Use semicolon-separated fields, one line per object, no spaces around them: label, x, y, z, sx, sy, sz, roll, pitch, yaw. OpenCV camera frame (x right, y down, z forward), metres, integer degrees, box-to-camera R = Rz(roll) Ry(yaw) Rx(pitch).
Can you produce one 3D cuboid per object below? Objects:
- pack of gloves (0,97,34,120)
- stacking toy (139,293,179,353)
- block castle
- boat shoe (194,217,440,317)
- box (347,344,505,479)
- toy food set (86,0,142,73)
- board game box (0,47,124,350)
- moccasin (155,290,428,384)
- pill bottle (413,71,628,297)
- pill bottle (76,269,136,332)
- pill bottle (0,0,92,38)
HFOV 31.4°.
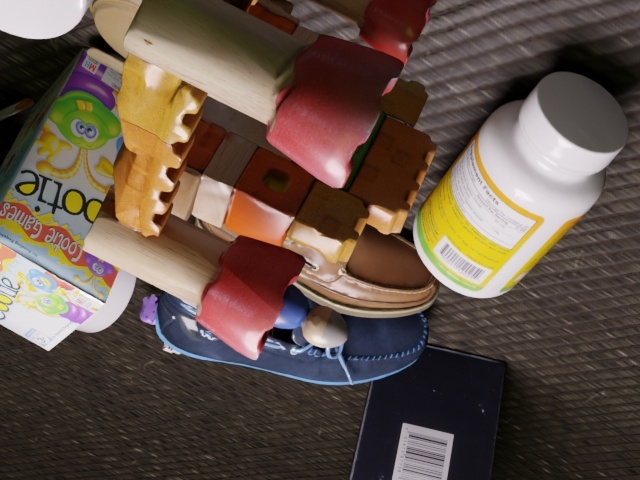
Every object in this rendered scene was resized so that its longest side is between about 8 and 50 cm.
pack of gloves;-0.479;-0.116;1.322;0.232;0.195;0.046;-18;101;35
stacking toy;-0.188;0.087;1.508;0.221;0.052;0.167;-19;148;35
block castle;0.020;-0.152;0.871;0.212;0.453;0.303;27;140;0
boat shoe;0.000;0.000;1.328;0.307;0.111;0.104;17;143;-1
box;0.118;0.365;1.542;0.178;0.343;0.313;13;142;3
toy food set;-0.178;-0.217;1.162;0.132;0.039;0.192;29;160;-3
board game box;-0.276;-0.047;1.239;0.142;0.275;0.144;34;139;-20
moccasin;-0.028;0.104;1.391;0.341;0.138;0.117;1;148;-11
pill bottle;0.205;-0.057;1.167;0.136;0.136;0.246;23;141;-9
pill bottle;-0.369;0.014;1.381;0.161;0.161;0.283;-17;152;35
pill bottle;-0.197;-0.293;0.917;0.152;0.272;0.152;10;141;8
